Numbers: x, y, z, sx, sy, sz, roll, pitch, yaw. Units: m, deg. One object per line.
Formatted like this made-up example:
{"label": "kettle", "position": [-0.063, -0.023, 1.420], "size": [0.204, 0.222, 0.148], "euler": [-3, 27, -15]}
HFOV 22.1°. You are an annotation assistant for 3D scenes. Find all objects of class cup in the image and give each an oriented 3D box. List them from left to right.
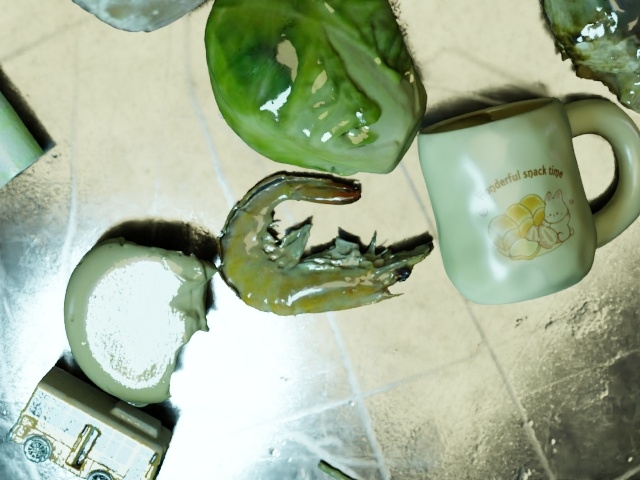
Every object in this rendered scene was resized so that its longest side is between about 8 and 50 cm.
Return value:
{"label": "cup", "position": [0.238, -0.054, 1.848], "size": [0.173, 0.255, 0.202], "euler": [-5, 103, 47]}

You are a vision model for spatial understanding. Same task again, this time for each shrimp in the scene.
{"label": "shrimp", "position": [0.000, 0.000, 1.904], "size": [0.253, 0.058, 0.173], "euler": [-14, 92, 7]}

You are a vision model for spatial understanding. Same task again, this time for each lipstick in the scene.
{"label": "lipstick", "position": [-0.431, -0.202, 1.870], "size": [0.076, 0.076, 0.304], "euler": [-35, 97, 9]}

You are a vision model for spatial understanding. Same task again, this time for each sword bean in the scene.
{"label": "sword bean", "position": [0.033, 0.290, 1.978], "size": [0.083, 0.012, 0.012], "euler": [27, 101, -4]}

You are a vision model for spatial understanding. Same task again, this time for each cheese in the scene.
{"label": "cheese", "position": [-0.214, 0.095, 1.911], "size": [0.175, 0.091, 0.202], "euler": [8, 103, 1]}

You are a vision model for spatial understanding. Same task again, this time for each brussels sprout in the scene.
{"label": "brussels sprout", "position": [-0.003, -0.184, 1.786], "size": [0.271, 0.210, 0.219], "euler": [40, 81, -5]}

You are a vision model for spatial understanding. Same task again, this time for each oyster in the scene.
{"label": "oyster", "position": [0.314, -0.295, 1.789], "size": [0.198, 0.133, 0.337], "euler": [-44, 101, 2]}

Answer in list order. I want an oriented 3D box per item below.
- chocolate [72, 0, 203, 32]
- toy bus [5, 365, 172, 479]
{"label": "chocolate", "position": [-0.153, -0.330, 1.698], "size": [0.254, 0.080, 0.157], "euler": [-33, 138, 22]}
{"label": "toy bus", "position": [-0.266, 0.233, 1.941], "size": [0.182, 0.091, 0.103], "euler": [29, 101, -1]}
